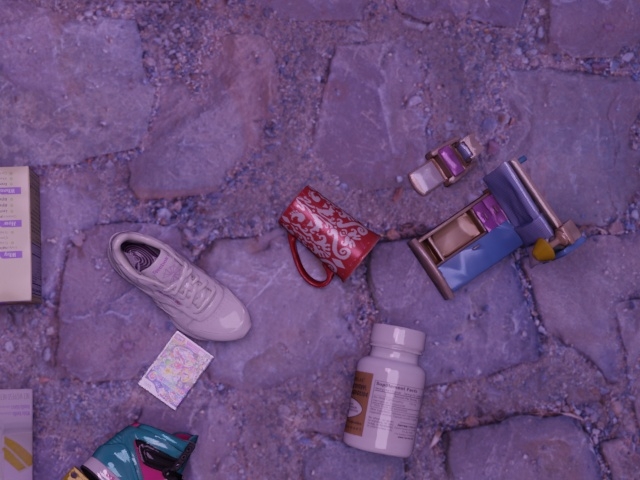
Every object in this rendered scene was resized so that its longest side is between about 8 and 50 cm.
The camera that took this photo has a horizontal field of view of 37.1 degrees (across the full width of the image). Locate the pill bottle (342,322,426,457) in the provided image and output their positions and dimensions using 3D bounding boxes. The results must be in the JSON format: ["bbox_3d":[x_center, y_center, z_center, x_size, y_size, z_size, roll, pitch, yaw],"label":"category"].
[{"bbox_3d":[0.125,0.274,1.760,0.131,0.131,0.229,12,82,-6],"label":"pill bottle"}]

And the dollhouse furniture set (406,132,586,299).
[{"bbox_3d":[0.279,-0.049,1.727,0.198,0.303,0.286,-34,89,-10],"label":"dollhouse furniture set"}]

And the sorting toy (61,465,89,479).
[{"bbox_3d":[-0.449,0.544,1.702,0.132,0.046,0.274,18,83,-5],"label":"sorting toy"}]

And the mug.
[{"bbox_3d":[0.002,-0.003,1.786,0.169,0.113,0.150,39,79,2],"label":"mug"}]

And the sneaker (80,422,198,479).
[{"bbox_3d":[-0.267,0.430,1.705,0.295,0.124,0.178,50,63,-21],"label":"sneaker"}]

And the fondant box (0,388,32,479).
[{"bbox_3d":[-0.604,0.415,1.594,0.096,0.238,0.330,-8,80,36],"label":"fondant box"}]

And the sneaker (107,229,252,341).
[{"bbox_3d":[-0.260,0.087,1.722,0.305,0.152,0.114,34,79,-4],"label":"sneaker"}]

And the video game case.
[{"bbox_3d":[-0.268,0.241,1.775,0.087,0.011,0.122,36,81,-2],"label":"video game case"}]

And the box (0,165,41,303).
[{"bbox_3d":[-0.616,-0.003,1.704,0.214,0.117,0.242,-3,84,-8],"label":"box"}]
